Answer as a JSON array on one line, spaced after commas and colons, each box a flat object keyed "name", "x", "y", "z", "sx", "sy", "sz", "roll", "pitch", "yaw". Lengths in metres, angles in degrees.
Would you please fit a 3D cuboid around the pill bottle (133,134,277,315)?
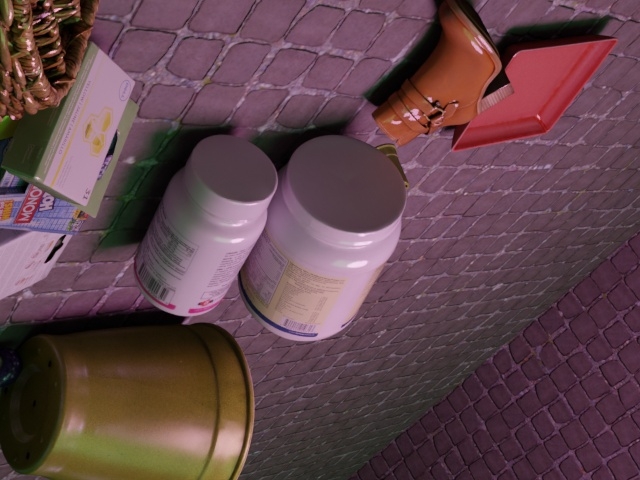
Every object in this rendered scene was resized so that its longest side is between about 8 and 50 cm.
[{"name": "pill bottle", "x": -0.178, "y": -0.021, "z": 1.487, "sx": 0.160, "sy": 0.160, "sz": 0.283, "roll": -11, "pitch": 150, "yaw": -36}]

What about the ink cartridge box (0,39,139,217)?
[{"name": "ink cartridge box", "x": -0.278, "y": -0.125, "z": 1.169, "sx": 0.235, "sy": 0.056, "sz": 0.171, "roll": 43, "pitch": 66, "yaw": -70}]

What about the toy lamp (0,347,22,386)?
[{"name": "toy lamp", "x": -0.561, "y": 0.167, "z": 1.525, "sx": 0.080, "sy": 0.080, "sz": 0.275, "roll": -27, "pitch": 154, "yaw": -5}]

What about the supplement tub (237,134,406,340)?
[{"name": "supplement tub", "x": 0.000, "y": 0.000, "z": 1.632, "sx": 0.235, "sy": 0.235, "sz": 0.325, "roll": -16, "pitch": 152, "yaw": -28}]

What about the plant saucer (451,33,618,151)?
[{"name": "plant saucer", "x": 0.377, "y": -0.278, "z": 1.744, "sx": 0.259, "sy": 0.048, "sz": 0.258, "roll": -13, "pitch": 151, "yaw": -31}]

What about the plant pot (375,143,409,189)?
[{"name": "plant pot", "x": 0.119, "y": -0.117, "z": 1.728, "sx": 0.083, "sy": 0.079, "sz": 0.083, "roll": -24, "pitch": 155, "yaw": -12}]

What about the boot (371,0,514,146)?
[{"name": "boot", "x": 0.173, "y": -0.259, "z": 1.518, "sx": 0.220, "sy": 0.109, "sz": 0.283, "roll": -26, "pitch": 157, "yaw": 13}]

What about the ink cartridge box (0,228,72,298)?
[{"name": "ink cartridge box", "x": -0.468, "y": 0.028, "z": 1.399, "sx": 0.189, "sy": 0.066, "sz": 0.232, "roll": -48, "pitch": 176, "yaw": 36}]

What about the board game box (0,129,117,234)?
[{"name": "board game box", "x": -0.386, "y": -0.081, "z": 1.268, "sx": 0.194, "sy": 0.060, "sz": 0.194, "roll": -7, "pitch": 147, "yaw": -42}]

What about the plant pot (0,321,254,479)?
[{"name": "plant pot", "x": -0.370, "y": 0.308, "z": 1.733, "sx": 0.353, "sy": 0.366, "sz": 0.366, "roll": 15, "pitch": 131, "yaw": -42}]

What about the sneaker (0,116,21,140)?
[{"name": "sneaker", "x": -0.447, "y": -0.152, "z": 1.034, "sx": 0.300, "sy": 0.111, "sz": 0.121, "roll": -27, "pitch": 150, "yaw": -24}]

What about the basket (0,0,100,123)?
[{"name": "basket", "x": -0.277, "y": -0.254, "z": 0.871, "sx": 0.223, "sy": 0.213, "sz": 0.299, "roll": -20, "pitch": 154, "yaw": -19}]
